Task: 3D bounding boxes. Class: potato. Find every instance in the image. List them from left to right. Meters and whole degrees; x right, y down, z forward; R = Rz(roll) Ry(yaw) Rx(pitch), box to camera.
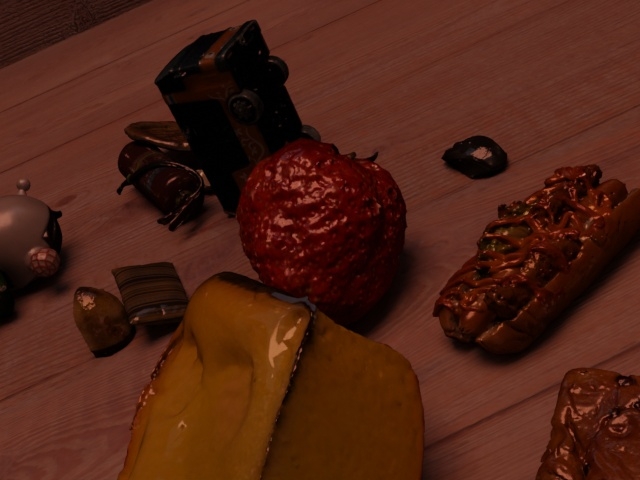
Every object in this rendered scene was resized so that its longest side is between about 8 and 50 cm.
[{"bbox_3d":[-0.356,0.122,1.440,0.066,0.103,0.096,-14,34,20],"label":"potato"}]

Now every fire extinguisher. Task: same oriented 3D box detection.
[{"bbox_3d":[-0.325,-0.109,1.766,0.141,0.105,0.341,-47,35,-5],"label":"fire extinguisher"}]

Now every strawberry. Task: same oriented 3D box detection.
[{"bbox_3d":[0.000,0.000,1.275,0.257,0.257,0.277,-13,47,16],"label":"strawberry"}]

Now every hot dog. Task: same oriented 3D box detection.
[{"bbox_3d":[0.293,0.009,1.173,0.348,0.117,0.158,-39,34,-23],"label":"hot dog"}]

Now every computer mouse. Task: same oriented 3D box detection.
[{"bbox_3d":[0.261,-0.151,1.498,0.079,0.047,0.135,-35,32,-20],"label":"computer mouse"}]

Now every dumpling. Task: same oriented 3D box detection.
[{"bbox_3d":[-0.227,-0.126,1.783,0.059,0.043,0.077,-21,11,-29],"label":"dumpling"}]

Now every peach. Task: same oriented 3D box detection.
[{"bbox_3d":[-0.056,0.212,0.974,0.306,0.242,0.381,-19,49,41],"label":"peach"}]

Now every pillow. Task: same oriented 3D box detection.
[{"bbox_3d":[-0.284,0.088,1.484,0.113,0.038,0.203,-6,25,-19],"label":"pillow"}]

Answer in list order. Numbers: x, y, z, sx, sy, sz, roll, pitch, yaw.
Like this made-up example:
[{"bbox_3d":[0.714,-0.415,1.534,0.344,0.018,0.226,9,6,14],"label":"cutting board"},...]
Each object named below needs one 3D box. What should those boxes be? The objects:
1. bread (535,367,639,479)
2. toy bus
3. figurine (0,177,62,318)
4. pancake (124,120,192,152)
[{"bbox_3d":[0.295,0.222,0.825,0.149,0.158,0.143,6,47,37],"label":"bread"},{"bbox_3d":[-0.141,-0.213,1.591,0.194,0.324,0.162,-6,36,30],"label":"toy bus"},{"bbox_3d":[-0.622,0.050,1.668,0.281,0.167,0.370,-5,45,34],"label":"figurine"},{"bbox_3d":[-0.296,-0.231,1.916,0.249,0.031,0.250,4,18,-1],"label":"pancake"}]
